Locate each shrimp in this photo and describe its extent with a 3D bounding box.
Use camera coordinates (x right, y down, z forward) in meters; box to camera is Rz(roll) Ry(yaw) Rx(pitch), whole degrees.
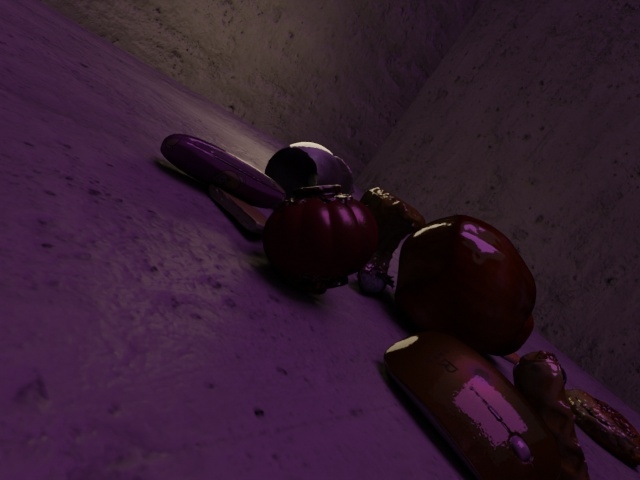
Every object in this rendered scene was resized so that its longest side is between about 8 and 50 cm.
[{"bbox_3d":[0.148,0.101,1.199,0.090,0.079,0.232,0,-7,25],"label":"shrimp"}]

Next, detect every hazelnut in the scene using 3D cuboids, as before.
[{"bbox_3d":[0.363,0.105,1.165,0.365,0.366,0.366,34,12,-9],"label":"hazelnut"}]

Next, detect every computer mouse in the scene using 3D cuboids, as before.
[{"bbox_3d":[0.235,0.262,0.728,0.158,0.072,0.310,-17,44,-28],"label":"computer mouse"}]

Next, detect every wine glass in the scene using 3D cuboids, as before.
[{"bbox_3d":[-0.035,-0.187,1.415,0.238,0.238,0.323,39,14,16],"label":"wine glass"}]

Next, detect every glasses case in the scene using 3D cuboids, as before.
[{"bbox_3d":[-0.222,-0.157,1.070,0.316,0.076,0.123,27,-20,-34],"label":"glasses case"}]

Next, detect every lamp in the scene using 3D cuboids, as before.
[{"bbox_3d":[0.000,0.000,0.877,0.226,0.227,0.227,34,12,-9],"label":"lamp"}]

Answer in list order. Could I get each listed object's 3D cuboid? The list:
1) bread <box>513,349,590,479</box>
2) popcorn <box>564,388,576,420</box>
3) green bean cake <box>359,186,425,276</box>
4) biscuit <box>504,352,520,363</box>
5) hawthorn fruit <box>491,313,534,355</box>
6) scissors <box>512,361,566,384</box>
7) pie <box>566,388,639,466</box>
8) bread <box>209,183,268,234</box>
[{"bbox_3d":[0.417,0.323,0.831,0.128,0.087,0.232,55,29,-65],"label":"bread"},{"bbox_3d":[0.502,0.380,1.021,0.126,0.126,0.145,60,0,13],"label":"popcorn"},{"bbox_3d":[0.176,-0.026,1.366,0.124,0.236,0.233,25,14,-30],"label":"green bean cake"},{"bbox_3d":[0.613,0.344,1.640,0.160,0.030,0.250,30,14,-24],"label":"biscuit"},{"bbox_3d":[0.500,0.240,1.351,0.260,0.224,0.224,-7,39,-41],"label":"hawthorn fruit"},{"bbox_3d":[0.429,0.333,0.934,0.109,0.022,0.300,7,25,37],"label":"scissors"},{"bbox_3d":[0.886,0.568,1.420,0.308,0.086,0.308,34,14,-9],"label":"pie"},{"bbox_3d":[-0.168,-0.058,1.022,0.193,0.036,0.112,39,9,34],"label":"bread"}]
